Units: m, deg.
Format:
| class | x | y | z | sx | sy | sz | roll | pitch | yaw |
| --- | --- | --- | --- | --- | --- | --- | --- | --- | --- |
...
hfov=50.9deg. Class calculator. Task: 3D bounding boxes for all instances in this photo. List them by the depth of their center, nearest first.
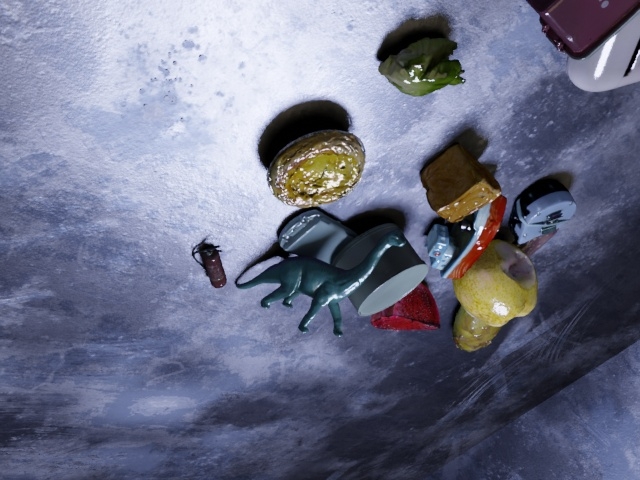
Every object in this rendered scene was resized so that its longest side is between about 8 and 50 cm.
| class | x | y | z | sx | sy | sz | roll | pitch | yaw |
| --- | --- | --- | --- | --- | --- | --- | --- | --- | --- |
| calculator | 0.000 | 0.000 | 1.761 | 0.141 | 0.045 | 0.246 | -40 | 142 | 21 |

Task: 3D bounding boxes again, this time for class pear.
| class | x | y | z | sx | sy | sz | roll | pitch | yaw |
| --- | --- | --- | --- | --- | --- | --- | --- | --- | --- |
| pear | 0.539 | 0.131 | 2.069 | 0.271 | 0.271 | 0.271 | -16 | 144 | -12 |

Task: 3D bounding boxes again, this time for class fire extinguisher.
| class | x | y | z | sx | sy | sz | roll | pitch | yaw |
| --- | --- | --- | --- | --- | --- | --- | --- | --- | --- |
| fire extinguisher | -0.276 | 0.060 | 1.686 | 0.078 | 0.045 | 0.157 | 0 | 144 | 4 |

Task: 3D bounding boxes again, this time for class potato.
| class | x | y | z | sx | sy | sz | roll | pitch | yaw |
| --- | --- | --- | --- | --- | --- | --- | --- | --- | --- |
| potato | 0.557 | 0.281 | 2.361 | 0.176 | 0.141 | 0.298 | -19 | 145 | -23 |

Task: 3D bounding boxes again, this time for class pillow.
| class | x | y | z | sx | sy | sz | roll | pitch | yaw |
| --- | --- | --- | --- | --- | --- | --- | --- | --- | --- |
| pillow | 0.679 | 0.014 | 2.173 | 0.118 | 0.043 | 0.185 | 15 | 129 | -39 |

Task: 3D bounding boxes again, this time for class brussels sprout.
| class | x | y | z | sx | sy | sz | roll | pitch | yaw |
| --- | --- | --- | --- | --- | --- | --- | --- | --- | --- |
| brussels sprout | 0.214 | -0.353 | 1.401 | 0.181 | 0.101 | 0.139 | -18 | 165 | -27 |

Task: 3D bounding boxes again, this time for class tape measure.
| class | x | y | z | sx | sy | sz | roll | pitch | yaw |
| --- | --- | --- | --- | --- | --- | --- | --- | --- | --- |
| tape measure | 0.658 | -0.085 | 1.984 | 0.182 | 0.107 | 0.181 | -21 | 151 | 0 |

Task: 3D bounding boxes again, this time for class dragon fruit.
| class | x | y | z | sx | sy | sz | roll | pitch | yaw |
| --- | --- | --- | --- | --- | --- | --- | --- | --- | --- |
| dragon fruit | 0.267 | 0.211 | 2.110 | 0.261 | 0.163 | 0.189 | 22 | 91 | -41 |

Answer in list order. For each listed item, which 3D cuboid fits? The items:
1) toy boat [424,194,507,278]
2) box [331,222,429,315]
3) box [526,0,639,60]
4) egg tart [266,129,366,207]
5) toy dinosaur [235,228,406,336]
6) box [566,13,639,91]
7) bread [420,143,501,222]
| class | x | y | z | sx | sy | sz | roll | pitch | yaw |
| --- | --- | --- | --- | --- | --- | --- | --- | --- | --- |
| toy boat | 0.394 | -0.036 | 1.873 | 0.133 | 0.145 | 0.332 | 14 | 137 | -10 |
| box | 0.159 | 0.078 | 1.818 | 0.226 | 0.149 | 0.226 | -28 | 158 | -13 |
| box | 0.525 | -0.521 | 1.289 | 0.167 | 0.193 | 0.294 | 24 | 124 | -36 |
| egg tart | -0.012 | -0.169 | 1.500 | 0.234 | 0.094 | 0.234 | -16 | 147 | -11 |
| toy dinosaur | -0.008 | 0.054 | 1.721 | 0.331 | 0.383 | 0.129 | -68 | 163 | 12 |
| box | 0.727 | -0.480 | 1.486 | 0.348 | 0.141 | 0.289 | -16 | 145 | -11 |
| bread | 0.352 | -0.139 | 1.709 | 0.158 | 0.143 | 0.149 | -40 | 142 | 27 |
